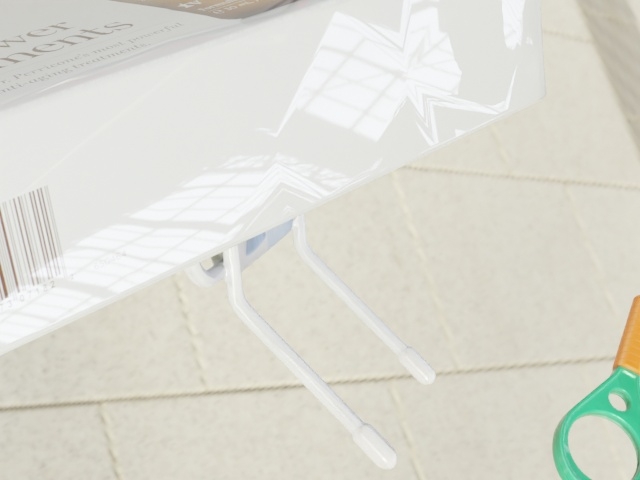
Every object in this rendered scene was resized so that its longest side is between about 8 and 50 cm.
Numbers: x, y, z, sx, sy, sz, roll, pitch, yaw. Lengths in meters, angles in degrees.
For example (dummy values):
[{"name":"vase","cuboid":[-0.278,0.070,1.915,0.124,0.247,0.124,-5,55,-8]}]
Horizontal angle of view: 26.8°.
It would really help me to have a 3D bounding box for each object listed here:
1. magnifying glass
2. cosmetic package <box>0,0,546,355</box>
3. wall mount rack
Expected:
[{"name":"magnifying glass","cuboid":[0.281,0.145,1.265,0.092,0.026,0.231,27,56,0]},{"name":"cosmetic package","cuboid":[-0.114,-0.077,0.662,0.377,0.284,0.097,-27,117,-40]},{"name":"wall mount rack","cuboid":[0.000,0.000,1.056,0.350,0.130,0.304,-41,126,-72]}]
